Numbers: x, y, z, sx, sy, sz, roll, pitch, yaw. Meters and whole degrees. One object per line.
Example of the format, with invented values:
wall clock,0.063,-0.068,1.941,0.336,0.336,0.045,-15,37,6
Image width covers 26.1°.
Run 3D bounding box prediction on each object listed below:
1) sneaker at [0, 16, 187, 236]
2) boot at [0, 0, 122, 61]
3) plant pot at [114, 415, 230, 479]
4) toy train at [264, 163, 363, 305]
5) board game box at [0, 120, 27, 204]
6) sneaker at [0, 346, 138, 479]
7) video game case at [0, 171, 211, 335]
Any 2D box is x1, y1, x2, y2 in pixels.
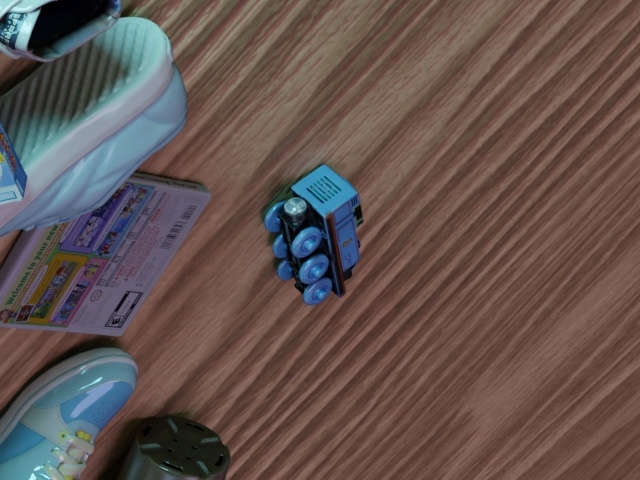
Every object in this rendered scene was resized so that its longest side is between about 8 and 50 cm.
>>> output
sneaker,-0.272,-0.049,1.288,0.366,0.135,0.150,-33,141,-7
boot,-0.274,-0.191,1.082,0.258,0.123,0.095,-27,146,-45
plant pot,-0.198,0.325,1.758,0.167,0.167,0.165,-3,124,-40
toy train,0.000,0.000,1.641,0.105,0.080,0.184,-35,145,-17
board game box,-0.364,-0.073,1.147,0.201,0.035,0.136,-13,129,6
sneaker,-0.300,0.284,1.566,0.319,0.208,0.127,-43,143,4
video game case,-0.242,0.014,1.481,0.193,0.023,0.212,9,124,-47
